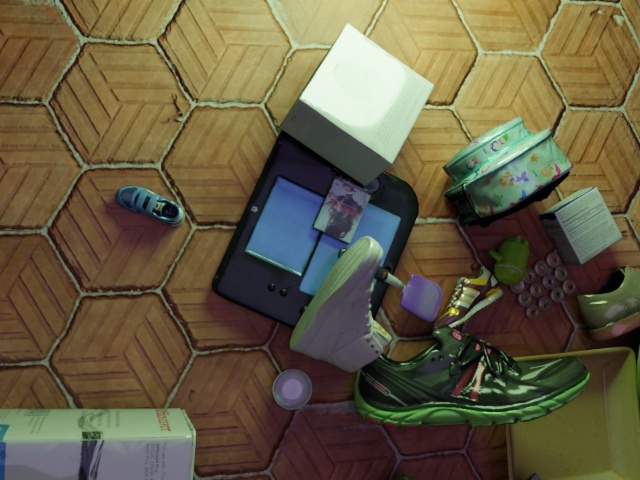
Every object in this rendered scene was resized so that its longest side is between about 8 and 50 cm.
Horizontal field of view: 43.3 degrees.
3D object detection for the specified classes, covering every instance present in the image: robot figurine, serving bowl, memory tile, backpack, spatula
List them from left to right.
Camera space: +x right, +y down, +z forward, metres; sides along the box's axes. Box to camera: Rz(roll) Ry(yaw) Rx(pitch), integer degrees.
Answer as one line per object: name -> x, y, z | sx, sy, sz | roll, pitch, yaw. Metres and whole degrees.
serving bowl -> -0.061, 0.307, 1.674 | 0.083, 0.027, 0.083 | 1, 87, -14
spatula -> 0.146, 0.082, 1.675 | 0.296, 0.030, 0.084 | 30, 79, -35
backpack -> 0.394, -0.144, 1.698 | 0.225, 0.253, 0.191 | -31, 95, -13
robot figurine -> 0.423, 0.047, 1.785 | 0.101, 0.067, 0.115 | 29, 68, -28
memory tile -> 0.507, 0.104, 1.837 | 0.148, 0.012, 0.113 | -32, 95, -13

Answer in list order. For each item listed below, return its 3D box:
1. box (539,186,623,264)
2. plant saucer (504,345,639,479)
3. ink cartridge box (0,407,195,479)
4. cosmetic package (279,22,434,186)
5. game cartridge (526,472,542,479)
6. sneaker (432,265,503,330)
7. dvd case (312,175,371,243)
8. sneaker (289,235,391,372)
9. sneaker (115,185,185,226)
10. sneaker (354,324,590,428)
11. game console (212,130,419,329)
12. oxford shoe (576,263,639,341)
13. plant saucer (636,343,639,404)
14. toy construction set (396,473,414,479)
box -> 0.592, -0.032, 1.835 | 0.126, 0.072, 0.137 | -30, 95, -14
plant saucer -> 0.547, 0.411, 1.796 | 0.332, 0.081, 0.333 | -3, 88, -14
ink cartridge box -> -0.434, 0.401, 1.440 | 0.395, 0.285, 0.166 | 2, 88, -14
cosmetic package -> 0.076, -0.275, 1.658 | 0.224, 0.138, 0.224 | 34, 64, -8
game cartridge -> 0.446, 0.543, 1.715 | 0.083, 0.017, 0.056 | -43, 101, -12
sneaker -> 0.307, 0.129, 1.762 | 0.185, 0.069, 0.084 | -30, 86, -20
dvd case -> 0.045, -0.064, 1.676 | 0.087, 0.013, 0.119 | 25, 80, -7
sneaker -> 0.081, 0.134, 1.585 | 0.169, 0.108, 0.292 | 27, 118, -13
sneaker -> -0.337, -0.073, 1.608 | 0.144, 0.059, 0.053 | 20, 85, -11
sneaker -> 0.307, 0.271, 1.643 | 0.483, 0.185, 0.202 | -4, 84, 3
game console -> 0.000, 0.000, 1.691 | 0.342, 0.060, 0.386 | 25, 81, -12
oxford shoe -> 0.746, 0.101, 1.844 | 0.348, 0.123, 0.130 | -27, 88, -15
plant saucer -> 0.750, 0.285, 1.817 | 0.241, 0.037, 0.241 | -6, 98, -56
toy construction set -> 0.231, 0.613, 1.652 | 0.309, 0.257, 0.237 | 26, 64, -35
